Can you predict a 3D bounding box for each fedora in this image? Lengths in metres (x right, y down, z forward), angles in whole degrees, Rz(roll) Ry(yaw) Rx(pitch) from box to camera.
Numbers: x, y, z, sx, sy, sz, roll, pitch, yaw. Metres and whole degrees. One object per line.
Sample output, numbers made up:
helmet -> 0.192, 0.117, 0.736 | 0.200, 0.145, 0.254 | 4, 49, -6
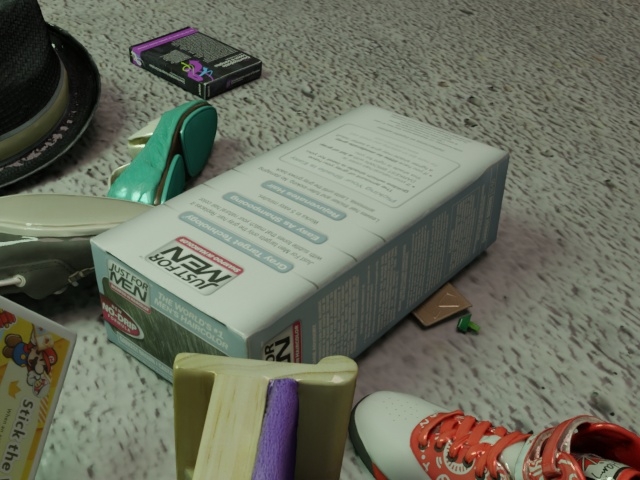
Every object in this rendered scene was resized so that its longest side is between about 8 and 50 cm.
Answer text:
fedora -> -0.416, -0.200, 0.850 | 0.334, 0.152, 0.334 | 5, 54, -7

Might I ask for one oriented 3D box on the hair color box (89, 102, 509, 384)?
hair color box -> 0.000, 0.000, 0.721 | 0.185, 0.113, 0.374 | 26, 41, 32

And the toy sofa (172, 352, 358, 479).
toy sofa -> -0.020, 0.235, 0.390 | 0.177, 0.150, 0.362 | 5, 37, 1

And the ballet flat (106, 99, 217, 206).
ballet flat -> -0.181, -0.089, 0.849 | 0.087, 0.083, 0.247 | 3, 37, 6

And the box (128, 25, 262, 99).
box -> -0.182, -0.261, 1.117 | 0.162, 0.029, 0.116 | 29, 44, 29

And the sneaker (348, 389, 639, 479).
sneaker -> 0.133, 0.152, 0.522 | 0.090, 0.145, 0.270 | -25, 47, -34

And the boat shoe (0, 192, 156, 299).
boat shoe -> -0.305, 0.017, 0.691 | 0.335, 0.095, 0.112 | -3, 20, -14

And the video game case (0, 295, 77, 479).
video game case -> -0.253, 0.118, 0.428 | 0.026, 0.206, 0.227 | -13, 54, 34

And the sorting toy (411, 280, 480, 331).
sorting toy -> 0.115, 0.066, 0.743 | 0.062, 0.012, 0.083 | -17, 43, -25
